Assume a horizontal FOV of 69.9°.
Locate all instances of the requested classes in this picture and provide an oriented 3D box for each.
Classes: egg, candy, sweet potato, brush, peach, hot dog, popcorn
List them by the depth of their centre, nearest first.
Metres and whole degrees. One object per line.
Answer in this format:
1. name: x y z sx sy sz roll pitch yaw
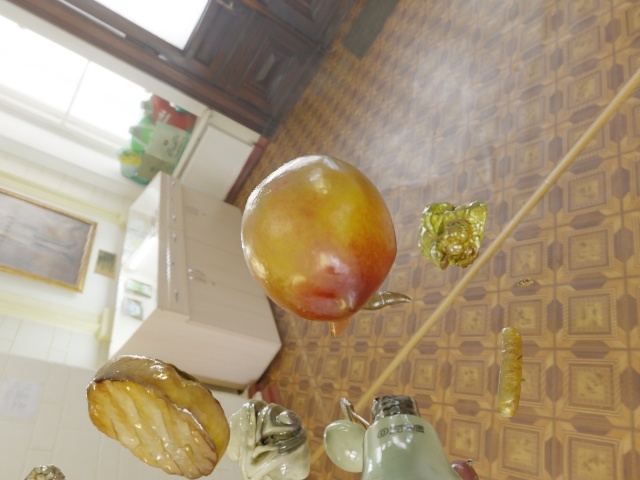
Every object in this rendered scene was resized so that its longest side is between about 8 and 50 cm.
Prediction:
1. peach: 0.000 0.000 0.863 0.307 0.308 0.332 -49 38 30
2. candy: -0.533 0.498 0.897 0.110 0.095 0.085 25 66 23
3. brush: 0.072 0.355 0.917 0.170 0.015 0.043 161 91 -75
4. hot dog: 0.602 0.412 1.452 0.061 0.088 0.285 -19 53 48
5. sweet potato: 0.188 0.220 1.652 0.067 0.274 0.067 -5 -90 -89
6. egg: 0.121 0.854 1.907 0.186 0.253 0.186 -42 13 12
7. popcorn: 0.545 -0.047 1.962 0.321 0.326 0.290 -60 17 5

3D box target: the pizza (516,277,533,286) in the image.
1. pizza: 0.714 0.146 1.600 0.037 0.016 0.083 -54 4 -16

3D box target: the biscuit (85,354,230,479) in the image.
1. biscuit: -0.311 0.337 0.890 0.296 0.296 0.102 -42 9 37

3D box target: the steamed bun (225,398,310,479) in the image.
1. steamed bun: -0.190 0.780 1.805 0.247 0.340 0.352 -55 48 24

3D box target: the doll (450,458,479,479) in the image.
1. doll: 0.489 0.842 1.466 0.256 0.196 0.152 44 145 23

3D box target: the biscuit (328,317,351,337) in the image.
1. biscuit: 0.094 0.229 1.789 0.043 0.284 0.305 2 69 30

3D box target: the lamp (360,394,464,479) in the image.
1. lamp: 0.073 0.271 0.434 0.181 0.182 0.313 -59 27 15
